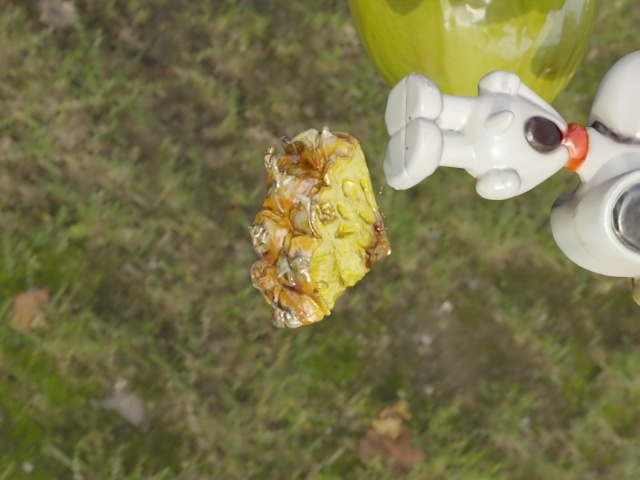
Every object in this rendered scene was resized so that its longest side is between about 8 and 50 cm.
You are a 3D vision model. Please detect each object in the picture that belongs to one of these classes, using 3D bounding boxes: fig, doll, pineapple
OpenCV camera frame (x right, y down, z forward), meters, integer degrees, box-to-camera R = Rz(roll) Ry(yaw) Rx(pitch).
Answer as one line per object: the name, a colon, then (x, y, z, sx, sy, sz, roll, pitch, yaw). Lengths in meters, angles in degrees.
fig: (0.140, -0.216, 1.689, 0.239, 0.271, 0.239, 2, 14, -1)
doll: (0.188, -0.041, 1.368, 0.271, 0.144, 0.208, -11, 83, -18)
pineapple: (-0.001, -0.002, 1.221, 0.116, 0.069, 0.137, 26, 71, -48)

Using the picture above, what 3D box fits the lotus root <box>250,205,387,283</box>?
lotus root: (0.000, 0.000, 1.551, 0.150, 0.073, 0.062, -25, 45, -35)
